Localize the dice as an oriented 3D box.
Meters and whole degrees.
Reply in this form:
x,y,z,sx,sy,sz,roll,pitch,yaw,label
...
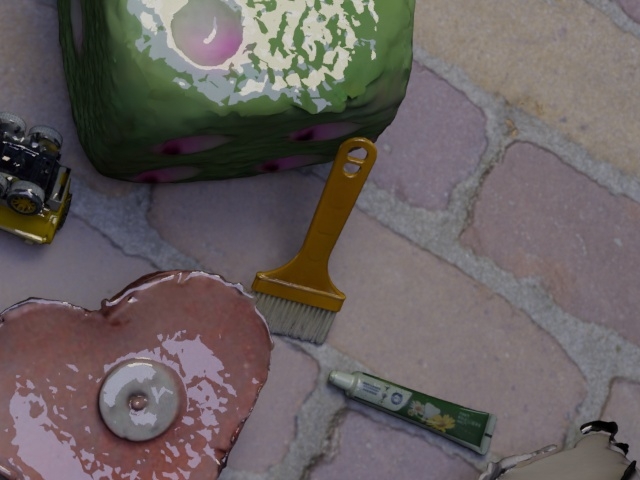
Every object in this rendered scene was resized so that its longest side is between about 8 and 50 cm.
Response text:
x,y,z,sx,sy,sz,roll,pitch,yaw,label
-0.093,-0.243,1.692,0.330,0.322,0.318,-6,82,-16,dice

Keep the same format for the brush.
x,y,z,sx,sy,sz,roll,pitch,yaw,label
0.000,0.000,1.734,0.103,0.272,0.013,14,35,-13,brush

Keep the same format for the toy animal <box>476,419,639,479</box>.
x,y,z,sx,sy,sz,roll,pitch,yaw,label
0.295,0.401,1.775,0.258,0.194,0.357,-21,103,-43,toy animal

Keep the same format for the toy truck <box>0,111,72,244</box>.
x,y,z,sx,sy,sz,roll,pitch,yaw,label
-0.365,-0.073,1.689,0.227,0.114,0.098,21,53,-12,toy truck

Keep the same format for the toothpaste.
x,y,z,sx,sy,sz,roll,pitch,yaw,label
0.103,0.186,1.821,0.204,0.031,0.049,21,76,-13,toothpaste

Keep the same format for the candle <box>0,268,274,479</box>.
x,y,z,sx,sy,sz,roll,pitch,yaw,label
-0.197,0.176,1.689,0.317,0.131,0.287,-17,91,-9,candle
